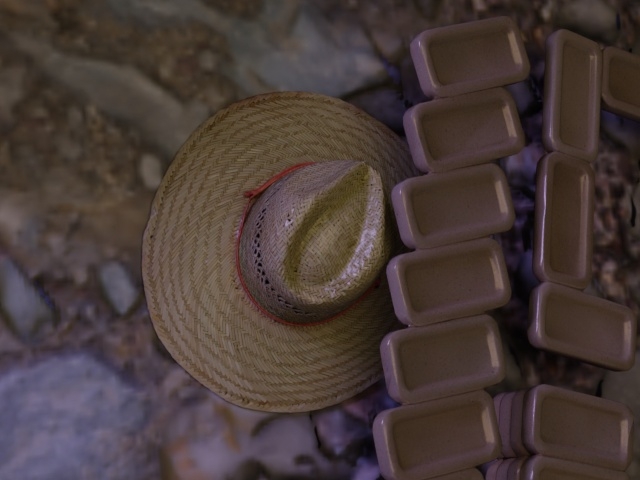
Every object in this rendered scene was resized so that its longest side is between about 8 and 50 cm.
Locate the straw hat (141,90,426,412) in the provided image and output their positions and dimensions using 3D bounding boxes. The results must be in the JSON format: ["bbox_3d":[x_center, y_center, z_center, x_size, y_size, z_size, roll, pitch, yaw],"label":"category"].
[{"bbox_3d":[0.000,0.000,0.652,0.145,0.061,0.144,3,79,-17],"label":"straw hat"}]

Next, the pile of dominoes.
[{"bbox_3d":[0.098,0.030,0.686,0.196,0.040,0.251,16,71,-32],"label":"pile of dominoes"}]
